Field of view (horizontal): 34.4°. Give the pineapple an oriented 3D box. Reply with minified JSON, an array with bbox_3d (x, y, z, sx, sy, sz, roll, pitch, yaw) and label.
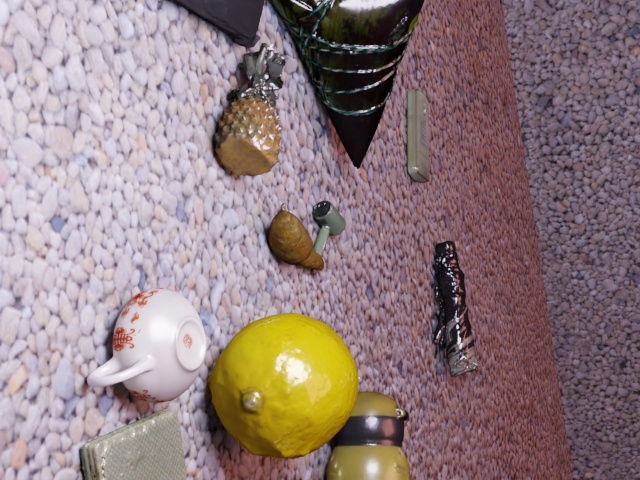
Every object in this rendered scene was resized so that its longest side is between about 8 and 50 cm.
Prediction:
[{"bbox_3d":[-0.107,-0.231,1.748,0.125,0.125,0.251,56,32,-47],"label":"pineapple"}]

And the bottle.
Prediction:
[{"bbox_3d":[0.090,0.468,1.995,0.171,0.172,0.351,34,54,-60],"label":"bottle"}]

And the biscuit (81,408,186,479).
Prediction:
[{"bbox_3d":[-0.251,0.310,1.420,0.199,0.041,0.121,-14,97,-65],"label":"biscuit"}]

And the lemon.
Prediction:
[{"bbox_3d":[-0.054,0.229,1.647,0.288,0.234,0.233,-4,90,-74],"label":"lemon"}]

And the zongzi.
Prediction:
[{"bbox_3d":[0.065,-0.345,2.029,0.383,0.319,0.362,60,29,-75],"label":"zongzi"}]

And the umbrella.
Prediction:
[{"bbox_3d":[0.341,0.179,2.711,0.113,0.106,0.357,27,54,-73],"label":"umbrella"}]

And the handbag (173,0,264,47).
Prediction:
[{"bbox_3d":[-0.179,-0.442,1.667,0.332,0.075,0.191,21,68,-65],"label":"handbag"}]

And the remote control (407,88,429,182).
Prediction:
[{"bbox_3d":[0.248,-0.264,2.624,0.098,0.038,0.233,33,55,-61],"label":"remote control"}]

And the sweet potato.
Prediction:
[{"bbox_3d":[-0.048,0.012,1.890,0.269,0.075,0.074,57,36,-63],"label":"sweet potato"}]

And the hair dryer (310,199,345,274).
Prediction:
[{"bbox_3d":[0.000,0.000,2.041,0.071,0.047,0.150,51,52,-48],"label":"hair dryer"}]

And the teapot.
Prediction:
[{"bbox_3d":[-0.230,0.149,1.436,0.245,0.116,0.159,-20,115,-59],"label":"teapot"}]

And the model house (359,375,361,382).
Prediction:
[{"bbox_3d":[0.025,0.283,1.958,0.101,0.100,0.087,-15,99,-66],"label":"model house"}]
